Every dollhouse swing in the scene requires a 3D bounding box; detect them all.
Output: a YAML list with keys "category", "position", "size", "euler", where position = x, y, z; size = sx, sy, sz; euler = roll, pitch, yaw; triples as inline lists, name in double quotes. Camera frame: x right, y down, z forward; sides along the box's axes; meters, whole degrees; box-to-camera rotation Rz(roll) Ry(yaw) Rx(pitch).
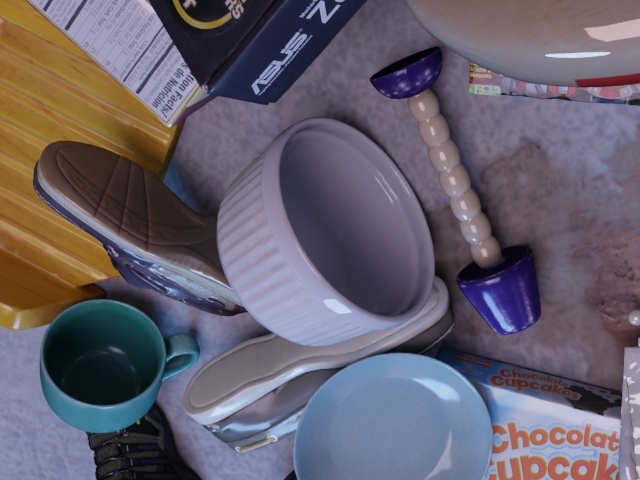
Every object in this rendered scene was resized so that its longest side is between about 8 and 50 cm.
- category: "dollhouse swing"
  position: [-0.352, -0.073, 1.097]
  size: [0.315, 0.305, 0.346]
  euler: [28, 116, 7]

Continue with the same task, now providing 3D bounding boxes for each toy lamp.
- category: "toy lamp"
  position: [0.133, -0.040, 1.072]
  size: [0.080, 0.080, 0.274]
  euler: [-21, 104, 25]

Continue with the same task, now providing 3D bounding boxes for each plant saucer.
- category: "plant saucer"
  position: [0.069, 0.194, 1.115]
  size: [0.195, 0.037, 0.195]
  euler: [-2, 105, -7]

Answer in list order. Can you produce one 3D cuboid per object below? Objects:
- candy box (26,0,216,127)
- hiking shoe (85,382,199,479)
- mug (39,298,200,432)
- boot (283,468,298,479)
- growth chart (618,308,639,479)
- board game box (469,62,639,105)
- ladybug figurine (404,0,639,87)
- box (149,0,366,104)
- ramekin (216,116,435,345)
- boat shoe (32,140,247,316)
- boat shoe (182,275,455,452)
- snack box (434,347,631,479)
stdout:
- category: "candy box"
  position: [-0.195, -0.256, 1.035]
  size: [0.316, 0.183, 0.087]
  euler: [41, 119, -1]
- category: "hiking shoe"
  position: [-0.213, 0.256, 1.288]
  size: [0.086, 0.114, 0.227]
  euler: [-33, 98, 26]
- category: "mug"
  position: [-0.223, 0.146, 1.239]
  size: [0.158, 0.129, 0.097]
  euler: [20, 145, -1]
- category: "boot"
  position: [0.059, 0.395, 1.266]
  size: [0.223, 0.118, 0.338]
  euler: [17, 129, 30]
- category: "growth chart"
  position: [0.352, 0.170, 1.059]
  size: [0.172, 0.021, 0.237]
  euler: [8, 88, 13]
- category: "board game box"
  position: [0.261, -0.186, 0.998]
  size: [0.260, 0.030, 0.136]
  euler: [6, 111, 16]
- category: "ladybug figurine"
  position: [0.280, -0.249, 0.848]
  size: [0.449, 0.305, 0.162]
  euler: [-18, 146, 19]
- category: "box"
  position: [-0.059, -0.356, 0.906]
  size: [0.318, 0.097, 0.395]
  euler: [-43, 64, 27]
- category: "ramekin"
  position: [0.000, 0.000, 1.069]
  size: [0.109, 0.207, 0.207]
  euler: [-31, 99, 37]
- category: "boat shoe"
  position: [-0.166, 0.003, 1.137]
  size: [0.285, 0.102, 0.092]
  euler: [29, 132, -30]
- category: "boat shoe"
  position: [0.007, 0.128, 1.171]
  size: [0.305, 0.109, 0.091]
  euler: [-26, 122, 19]
- category: "snack box"
  position: [0.254, 0.237, 1.153]
  size: [0.322, 0.060, 0.187]
  euler: [13, 114, 13]
